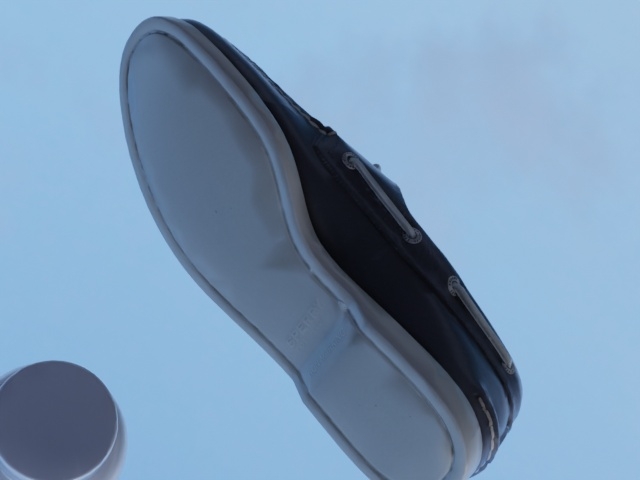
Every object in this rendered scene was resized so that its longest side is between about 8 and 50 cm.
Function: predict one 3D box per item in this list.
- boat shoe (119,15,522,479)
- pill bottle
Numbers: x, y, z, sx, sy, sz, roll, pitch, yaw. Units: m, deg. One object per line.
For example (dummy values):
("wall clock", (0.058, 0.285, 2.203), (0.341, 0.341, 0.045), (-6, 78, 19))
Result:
("boat shoe", (0.000, 0.000, 0.507), (0.065, 0.075, 0.206), (-25, -105, -47))
("pill bottle", (-0.165, 0.127, 0.804), (0.094, 0.169, 0.094), (6, -112, -14))
